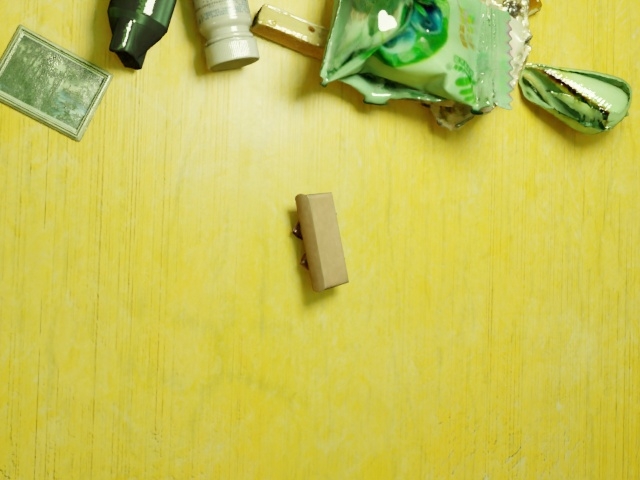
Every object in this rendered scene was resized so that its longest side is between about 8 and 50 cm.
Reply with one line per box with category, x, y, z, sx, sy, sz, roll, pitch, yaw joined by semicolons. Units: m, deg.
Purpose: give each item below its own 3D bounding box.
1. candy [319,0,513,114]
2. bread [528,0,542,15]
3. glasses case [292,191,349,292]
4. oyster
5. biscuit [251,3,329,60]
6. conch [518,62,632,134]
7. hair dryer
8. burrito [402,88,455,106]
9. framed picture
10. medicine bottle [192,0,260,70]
candy;0.198;-0.390;1.553;0.397;0.172;0.263;8;75;-9
bread;0.449;-0.515;1.760;0.083;0.036;0.047;-27;90;-17
glasses case;0.000;0.000;1.574;0.102;0.070;0.194;-12;91;-48
oyster;0.338;-0.389;1.693;0.201;0.107;0.354;41;88;5
biscuit;-0.041;-0.409;1.567;0.188;0.052;0.056;17;72;-21
conch;0.564;-0.308;1.744;0.250;0.137;0.144;8;87;-20
hair dryer;-0.407;-0.463;1.417;0.302;0.116;0.244;17;83;-8
burrito;0.206;-0.304;1.624;0.149;0.055;0.041;15;123;11
framed picture;-0.483;-0.281;1.420;0.183;0.011;0.142;28;80;-18
medicine bottle;-0.179;-0.412;1.488;0.105;0.105;0.168;-13;93;-20
